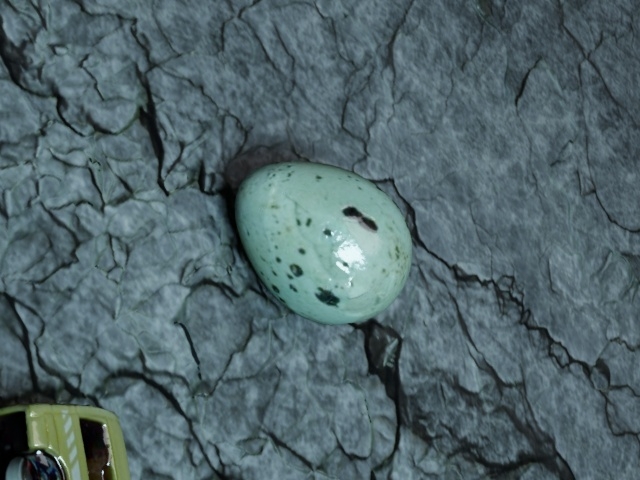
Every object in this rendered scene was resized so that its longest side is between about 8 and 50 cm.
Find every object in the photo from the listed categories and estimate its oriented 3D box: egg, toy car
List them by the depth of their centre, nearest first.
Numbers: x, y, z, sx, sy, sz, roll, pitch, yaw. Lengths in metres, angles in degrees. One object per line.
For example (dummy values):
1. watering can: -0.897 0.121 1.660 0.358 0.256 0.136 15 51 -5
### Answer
1. toy car: -0.178 0.239 1.181 0.124 0.101 0.256 7 68 -53
2. egg: 0.000 0.000 1.476 0.164 0.131 0.131 29 53 -24
